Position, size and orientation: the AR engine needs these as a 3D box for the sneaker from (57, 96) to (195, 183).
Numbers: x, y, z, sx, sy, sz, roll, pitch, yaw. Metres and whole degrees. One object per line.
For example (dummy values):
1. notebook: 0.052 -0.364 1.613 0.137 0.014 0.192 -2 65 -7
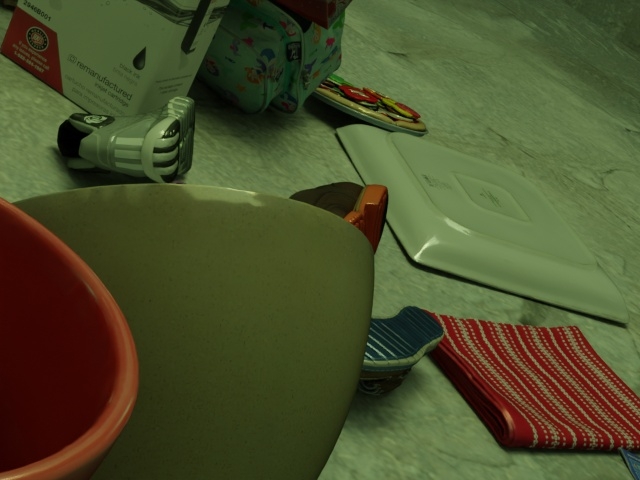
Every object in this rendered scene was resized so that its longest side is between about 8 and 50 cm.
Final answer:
1. sneaker: -0.205 -0.112 1.301 0.132 0.086 0.228 4 8 0

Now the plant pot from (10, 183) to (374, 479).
1. plant pot: -0.102 0.106 0.791 0.284 0.284 0.190 12 66 -34

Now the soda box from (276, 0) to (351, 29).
1. soda box: -0.075 -0.358 1.448 0.263 0.083 0.092 32 -21 15

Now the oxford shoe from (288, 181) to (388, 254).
1. oxford shoe: 0.000 0.000 1.308 0.098 0.096 0.271 11 17 11

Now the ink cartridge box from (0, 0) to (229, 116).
1. ink cartridge box: -0.216 -0.288 1.399 0.197 0.272 0.114 34 24 13

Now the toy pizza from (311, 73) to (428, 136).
1. toy pizza: 0.067 -0.203 1.792 0.201 0.032 0.201 21 14 -5

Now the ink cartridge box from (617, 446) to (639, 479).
1. ink cartridge box: 0.411 0.303 1.119 0.186 0.065 0.311 26 19 -32

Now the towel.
1. towel: 0.239 0.149 1.314 0.275 0.031 0.199 9 31 -38

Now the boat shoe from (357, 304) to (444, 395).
1. boat shoe: 0.059 0.110 1.147 0.066 0.066 0.183 40 20 21

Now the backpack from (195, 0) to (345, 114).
1. backpack: -0.084 -0.279 1.606 0.225 0.191 0.253 36 -15 16

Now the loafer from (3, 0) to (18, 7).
1. loafer: -0.343 -0.292 1.576 0.125 0.039 0.045 24 -9 -17

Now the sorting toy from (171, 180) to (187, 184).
1. sorting toy: -0.127 -0.037 1.275 0.061 0.042 0.102 3 34 -45

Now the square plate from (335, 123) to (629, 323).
1. square plate: 0.218 -0.038 1.649 0.344 0.049 0.347 16 26 -26

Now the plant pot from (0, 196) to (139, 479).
1. plant pot: -0.257 0.111 0.580 0.275 0.243 0.275 23 25 -11
